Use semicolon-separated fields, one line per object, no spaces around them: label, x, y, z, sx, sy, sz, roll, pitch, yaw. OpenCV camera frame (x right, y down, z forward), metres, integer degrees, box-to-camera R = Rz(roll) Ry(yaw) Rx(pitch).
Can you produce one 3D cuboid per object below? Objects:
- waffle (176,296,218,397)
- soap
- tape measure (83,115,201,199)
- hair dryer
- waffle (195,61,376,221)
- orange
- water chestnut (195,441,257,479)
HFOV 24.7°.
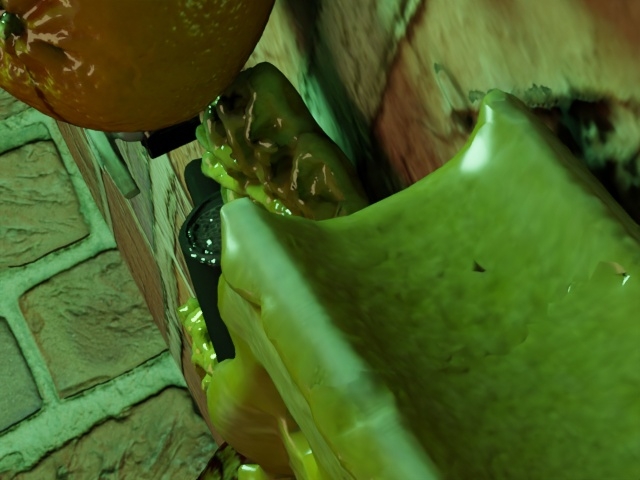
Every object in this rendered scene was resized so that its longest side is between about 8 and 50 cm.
waffle;-0.065;0.145;1.370;0.229;0.057;0.219;60;-179;-29
soap;0.097;0.156;0.501;0.335;0.156;0.293;56;163;37
tape measure;-0.155;-0.153;1.091;0.196;0.105;0.178;57;167;28
hair dryer;-0.067;0.014;1.138;0.251;0.089;0.197;-119;10;-50
waffle;0.002;-0.002;0.833;0.204;0.054;0.223;53;167;9
orange;-0.111;-0.143;0.724;0.193;0.161;0.193;30;150;19
water chestnut;0.013;0.212;0.934;0.223;0.238;0.224;-174;90;-88
